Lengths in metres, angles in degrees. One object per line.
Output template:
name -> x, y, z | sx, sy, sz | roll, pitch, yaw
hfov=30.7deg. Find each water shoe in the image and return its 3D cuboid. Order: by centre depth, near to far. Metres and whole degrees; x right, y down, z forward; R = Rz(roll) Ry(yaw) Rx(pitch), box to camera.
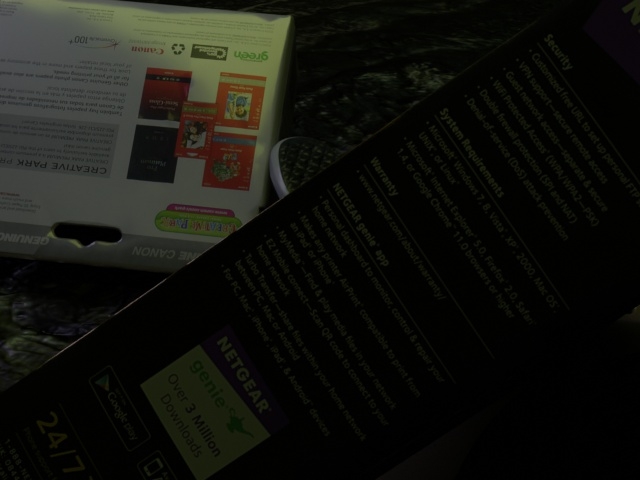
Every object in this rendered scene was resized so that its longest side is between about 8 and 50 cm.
water shoe -> 0.000, 0.000, 1.010 | 0.073, 0.080, 0.203 | -6, 53, -28

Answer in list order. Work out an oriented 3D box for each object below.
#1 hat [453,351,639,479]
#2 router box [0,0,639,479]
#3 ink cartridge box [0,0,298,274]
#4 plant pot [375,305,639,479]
hat -> 0.168, 0.206, 0.545 | 0.331, 0.331, 0.134 | -8, -17, -26
router box -> 0.041, 0.032, 0.457 | 0.243, 0.081, 0.309 | -34, -11, 7
ink cartridge box -> -0.191, -0.081, 1.109 | 0.309, 0.130, 0.272 | 6, 68, 4
plant pot -> 0.136, 0.066, 0.707 | 0.284, 0.191, 0.284 | 9, 42, -8
